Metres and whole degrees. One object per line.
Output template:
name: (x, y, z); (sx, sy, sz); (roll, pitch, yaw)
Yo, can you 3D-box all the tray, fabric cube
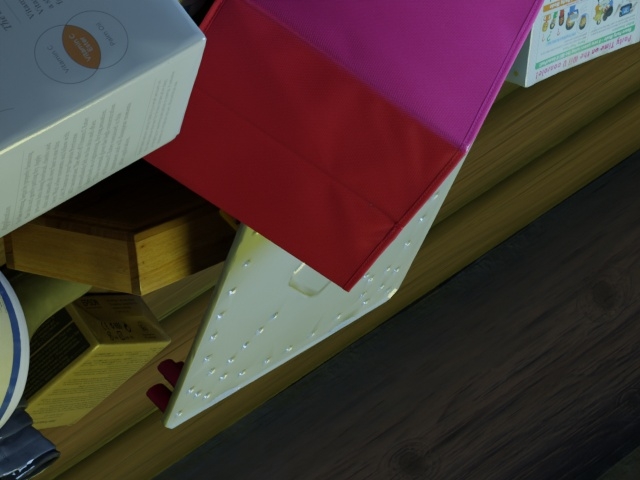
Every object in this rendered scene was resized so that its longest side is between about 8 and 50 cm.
tray: (-0.133, -0.046, 2.221); (0.203, 0.076, 0.411); (9, -157, 38)
fabric cube: (0.014, -0.159, 1.879); (0.259, 0.258, 0.254); (-52, -172, 48)

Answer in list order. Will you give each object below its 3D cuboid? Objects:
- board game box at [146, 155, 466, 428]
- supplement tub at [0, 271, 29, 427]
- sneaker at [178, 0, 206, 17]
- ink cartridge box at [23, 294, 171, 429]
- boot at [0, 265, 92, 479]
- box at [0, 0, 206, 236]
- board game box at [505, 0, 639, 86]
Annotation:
board game box: (0.000, 0.000, 2.195); (0.390, 0.050, 0.390); (-29, 155, -39)
supplement tub: (-0.438, 0.107, 1.851); (0.228, 0.228, 0.316); (-41, 166, 17)
sneaker: (-0.145, -0.236, 1.748); (0.092, 0.087, 0.229); (-44, 168, -3)
ink cartridge box: (-0.330, 0.161, 2.625); (0.193, 0.088, 0.234); (-39, 167, 14)
boot: (-0.358, 0.167, 2.276); (0.338, 0.223, 0.118); (-31, 165, -24)
box: (-0.293, -0.115, 1.498); (0.345, 0.215, 0.168); (-31, 166, -23)
board game box: (0.265, -0.340, 2.130); (0.224, 0.097, 0.303); (-23, 127, -44)
